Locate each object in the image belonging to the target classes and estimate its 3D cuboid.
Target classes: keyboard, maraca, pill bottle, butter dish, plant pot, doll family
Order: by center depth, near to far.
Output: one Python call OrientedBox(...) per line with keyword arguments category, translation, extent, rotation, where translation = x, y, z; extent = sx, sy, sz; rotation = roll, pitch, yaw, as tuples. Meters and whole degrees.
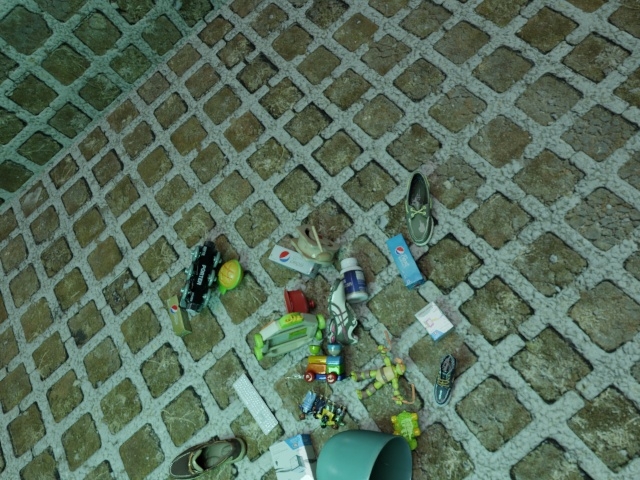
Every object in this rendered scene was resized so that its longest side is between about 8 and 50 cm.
OrientedBox(category="plant pot", translation=(0.130, 0.763, 1.588), extent=(0.235, 0.293, 0.292), rotation=(2, 70, 38))
OrientedBox(category="doll family", translation=(0.001, 0.644, 1.804), extent=(0.193, 0.076, 0.111), rotation=(18, 82, 32))
OrientedBox(category="pill bottle", translation=(0.130, 0.159, 1.928), extent=(0.094, 0.094, 0.169), rotation=(-18, 64, 15))
OrientedBox(category="keyboard", translation=(-0.265, 0.657, 1.939), extent=(0.072, 0.014, 0.256), rotation=(-45, 60, 1))
OrientedBox(category="butter dish", translation=(-0.082, 0.270, 1.958), extent=(0.118, 0.160, 0.159), rotation=(-14, 63, -8))
OrientedBox(category="maraca", translation=(-0.411, 0.162, 2.153), extent=(0.186, 0.099, 0.127), rotation=(-41, 52, 33))

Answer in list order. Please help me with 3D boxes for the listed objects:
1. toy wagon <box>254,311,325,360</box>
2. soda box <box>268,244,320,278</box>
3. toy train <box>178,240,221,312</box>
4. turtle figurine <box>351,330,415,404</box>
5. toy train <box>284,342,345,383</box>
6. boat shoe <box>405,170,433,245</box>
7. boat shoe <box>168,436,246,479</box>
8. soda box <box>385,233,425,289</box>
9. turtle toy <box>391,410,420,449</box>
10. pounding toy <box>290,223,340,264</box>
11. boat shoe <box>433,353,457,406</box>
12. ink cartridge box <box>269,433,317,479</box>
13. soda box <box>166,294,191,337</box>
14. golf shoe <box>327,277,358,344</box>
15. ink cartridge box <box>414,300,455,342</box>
OrientedBox(category="toy wagon", translation=(-0.115, 0.343, 1.810), extent=(0.267, 0.344, 0.068), rotation=(-15, 59, -17))
OrientedBox(category="soda box", translation=(-0.111, 0.090, 2.070), extent=(0.216, 0.069, 0.073), rotation=(20, 78, 27))
OrientedBox(category="toy train", translation=(-0.545, 0.168, 2.157), extent=(0.142, 0.190, 0.333), rotation=(17, 67, -19))
OrientedBox(category="turtle figurine", translation=(0.225, 0.484, 1.764), extent=(0.217, 0.087, 0.269), rotation=(-27, 70, 19))
OrientedBox(category="toy train", translation=(-0.029, 0.466, 1.850), extent=(0.248, 0.105, 0.143), rotation=(-3, 82, 22))
OrientedBox(category="boat shoe", translation=(0.393, -0.132, 1.936), extent=(0.109, 0.091, 0.304), rotation=(-4, 68, 21))
OrientedBox(category="boat shoe", translation=(-0.464, 0.852, 1.880), extent=(0.342, 0.123, 0.123), rotation=(-20, 63, 14))
OrientedBox(category="soda box", translation=(0.333, 0.083, 1.889), extent=(0.071, 0.067, 0.210), rotation=(-27, 62, 10))
OrientedBox(category="turtle toy", translation=(0.303, 0.659, 1.673), extent=(0.095, 0.066, 0.130), rotation=(-14, 66, 17))
OrientedBox(category="pounding toy", translation=(0.000, 0.000, 1.993), extent=(0.269, 0.154, 0.154), rotation=(49, 128, 46))
OrientedBox(category="boat shoe", translation=(0.430, 0.485, 1.680), extent=(0.065, 0.083, 0.183), rotation=(10, 74, 26))
OrientedBox(category="ink cartridge box", translation=(-0.088, 0.827, 1.760), extent=(0.140, 0.082, 0.190), rotation=(-27, 60, 11))
OrientedBox(category="soda box", translation=(-0.644, 0.344, 2.192), extent=(0.058, 0.061, 0.181), rotation=(-28, 62, 9))
OrientedBox(category="golf shoe", translation=(0.090, 0.273, 1.855), extent=(0.120, 0.105, 0.272), rotation=(4, 109, 14))
OrientedBox(category="ink cartridge box", translation=(0.421, 0.299, 1.776), extent=(0.088, 0.052, 0.122), rotation=(-39, 59, 4))
